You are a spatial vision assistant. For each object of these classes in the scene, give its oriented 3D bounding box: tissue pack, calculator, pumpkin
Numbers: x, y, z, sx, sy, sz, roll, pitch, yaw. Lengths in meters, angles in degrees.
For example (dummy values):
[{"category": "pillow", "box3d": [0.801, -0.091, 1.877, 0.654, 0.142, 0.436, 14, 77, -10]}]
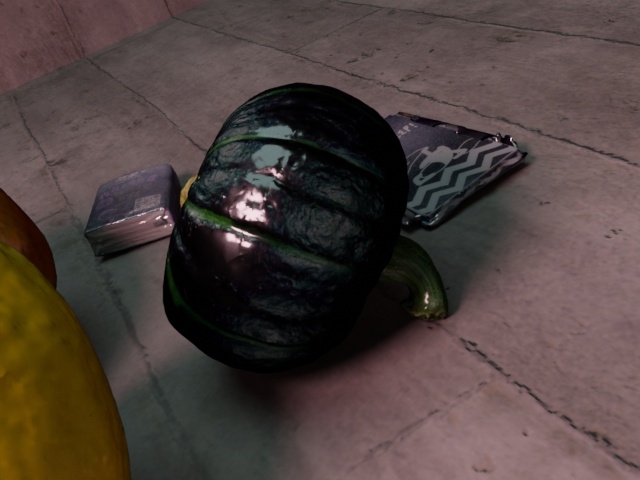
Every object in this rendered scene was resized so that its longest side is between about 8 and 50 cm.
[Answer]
[{"category": "tissue pack", "box3d": [-0.246, -0.044, 1.036, 0.112, 0.051, 0.156, -18, 28, 1]}, {"category": "calculator", "box3d": [0.098, -0.092, 0.912, 0.165, 0.028, 0.274, -33, 29, -14]}, {"category": "pumpkin", "box3d": [0.000, 0.000, 0.653, 0.248, 0.248, 0.248, -16, 29, 9]}]

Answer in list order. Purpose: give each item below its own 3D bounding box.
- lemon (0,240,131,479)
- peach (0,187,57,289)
[{"category": "lemon", "box3d": [-0.248, 0.137, 0.446, 0.285, 0.316, 0.285, -16, 30, 10]}, {"category": "peach", "box3d": [-0.428, 0.062, 0.717, 0.372, 0.290, 0.373, 10, 30, -6]}]
